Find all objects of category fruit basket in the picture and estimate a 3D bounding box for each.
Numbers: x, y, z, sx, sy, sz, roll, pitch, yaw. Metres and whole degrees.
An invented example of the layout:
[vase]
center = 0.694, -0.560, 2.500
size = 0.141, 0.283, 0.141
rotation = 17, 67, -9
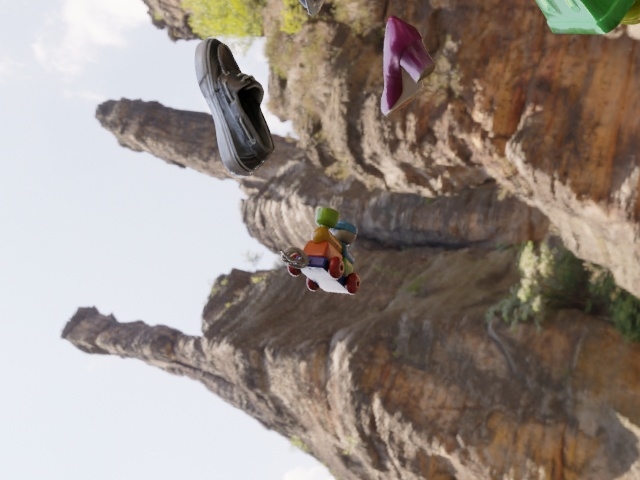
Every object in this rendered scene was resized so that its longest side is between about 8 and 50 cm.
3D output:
[fruit basket]
center = 0.687, -0.611, 1.428
size = 0.283, 0.392, 0.392
rotation = -125, 33, -68

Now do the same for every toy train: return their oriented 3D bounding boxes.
[toy train]
center = 0.000, 0.000, 1.188
size = 0.248, 0.105, 0.143
rotation = 45, -127, -56

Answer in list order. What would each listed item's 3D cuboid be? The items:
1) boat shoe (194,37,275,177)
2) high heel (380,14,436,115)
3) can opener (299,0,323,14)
[boat shoe]
center = -0.168, -0.297, 1.350
size = 0.121, 0.119, 0.335
rotation = 8, -121, -59
[high heel]
center = 0.140, -0.324, 1.212
size = 0.082, 0.117, 0.244
rotation = -33, -4, -8
[can opener]
center = -0.047, -0.709, 1.626
size = 0.074, 0.093, 0.280
rotation = -54, -30, -30
